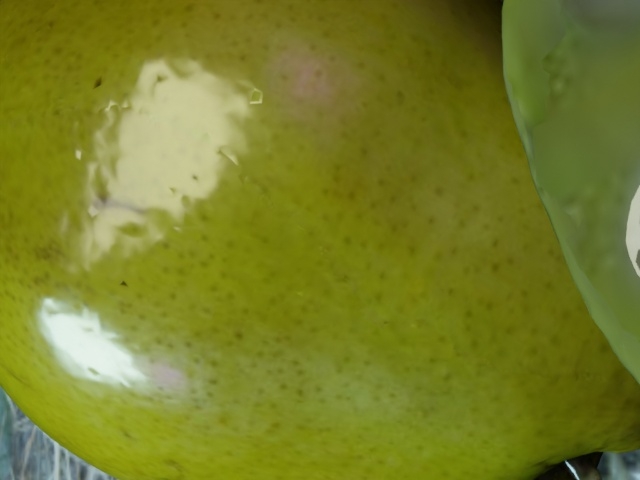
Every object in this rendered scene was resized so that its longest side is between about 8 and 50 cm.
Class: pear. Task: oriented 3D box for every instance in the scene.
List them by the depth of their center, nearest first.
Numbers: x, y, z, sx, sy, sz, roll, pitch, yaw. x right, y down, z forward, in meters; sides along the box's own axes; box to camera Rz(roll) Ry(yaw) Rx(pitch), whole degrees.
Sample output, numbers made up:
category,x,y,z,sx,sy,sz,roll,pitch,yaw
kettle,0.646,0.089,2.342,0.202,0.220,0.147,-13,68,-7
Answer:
category,x,y,z,sx,sy,sz,roll,pitch,yaw
pear,-0.007,-0.006,0.854,0.336,0.285,0.285,29,107,41

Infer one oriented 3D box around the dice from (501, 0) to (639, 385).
category,x,y,z,sx,sy,sz,roll,pitch,yaw
dice,0.217,-0.056,0.658,0.233,0.227,0.238,-38,59,35
